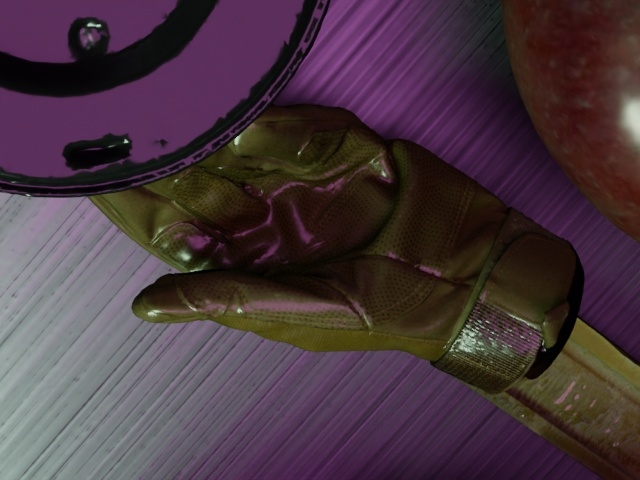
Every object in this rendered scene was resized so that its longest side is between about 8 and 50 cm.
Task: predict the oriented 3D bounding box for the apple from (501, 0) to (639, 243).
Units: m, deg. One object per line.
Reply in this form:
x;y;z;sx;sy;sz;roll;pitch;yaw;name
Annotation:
0.264;-0.155;0.583;0.345;0.269;0.344;3;109;9;apple

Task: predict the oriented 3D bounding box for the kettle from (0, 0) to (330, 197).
-0.111;-0.182;0.467;0.203;0.308;0.262;7;105;-12;kettle

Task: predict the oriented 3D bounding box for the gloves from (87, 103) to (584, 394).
0.001;-0.004;0.626;0.331;0.141;0.154;21;111;-9;gloves

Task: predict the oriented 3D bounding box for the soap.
0.183;0.105;0.747;0.252;0.037;0.092;36;95;-17;soap
